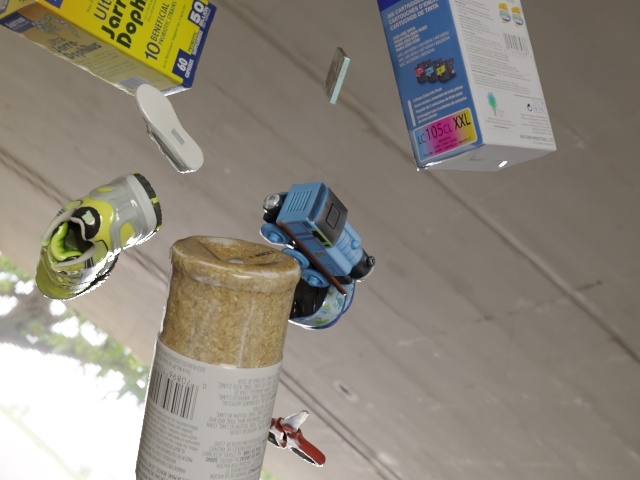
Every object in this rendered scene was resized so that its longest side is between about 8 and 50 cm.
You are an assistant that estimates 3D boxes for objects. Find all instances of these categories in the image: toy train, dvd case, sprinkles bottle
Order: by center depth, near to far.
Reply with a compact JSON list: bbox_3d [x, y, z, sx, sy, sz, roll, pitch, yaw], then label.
[{"bbox_3d":[-0.106,0.179,0.887,0.121,0.355,0.121,11,12,-2],"label":"sprinkles bottle"},{"bbox_3d":[0.000,0.000,1.270,0.105,0.080,0.184,-3,-39,39],"label":"toy train"},{"bbox_3d":[0.029,-0.304,1.772,0.013,0.087,0.119,15,19,-13],"label":"dvd case"}]

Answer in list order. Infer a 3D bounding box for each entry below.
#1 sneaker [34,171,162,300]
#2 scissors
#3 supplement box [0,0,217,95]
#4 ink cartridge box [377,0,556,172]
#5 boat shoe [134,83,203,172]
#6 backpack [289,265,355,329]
[{"bbox_3d":[-0.420,0.001,1.637,0.385,0.147,0.145,-38,-101,46],"label":"sneaker"},{"bbox_3d":[-0.050,0.232,1.212,0.109,0.021,0.297,28,-18,16],"label":"scissors"},{"bbox_3d":[-0.420,-0.451,1.923,0.356,0.194,0.195,26,-18,-36],"label":"supplement box"},{"bbox_3d":[0.248,-0.326,1.674,0.151,0.270,0.395,-16,-98,38],"label":"ink cartridge box"},{"bbox_3d":[-0.288,-0.202,1.774,0.063,0.066,0.184,-15,-57,43],"label":"boat shoe"},{"bbox_3d":[-0.003,0.072,1.404,0.105,0.114,0.084,-9,-31,40],"label":"backpack"}]
